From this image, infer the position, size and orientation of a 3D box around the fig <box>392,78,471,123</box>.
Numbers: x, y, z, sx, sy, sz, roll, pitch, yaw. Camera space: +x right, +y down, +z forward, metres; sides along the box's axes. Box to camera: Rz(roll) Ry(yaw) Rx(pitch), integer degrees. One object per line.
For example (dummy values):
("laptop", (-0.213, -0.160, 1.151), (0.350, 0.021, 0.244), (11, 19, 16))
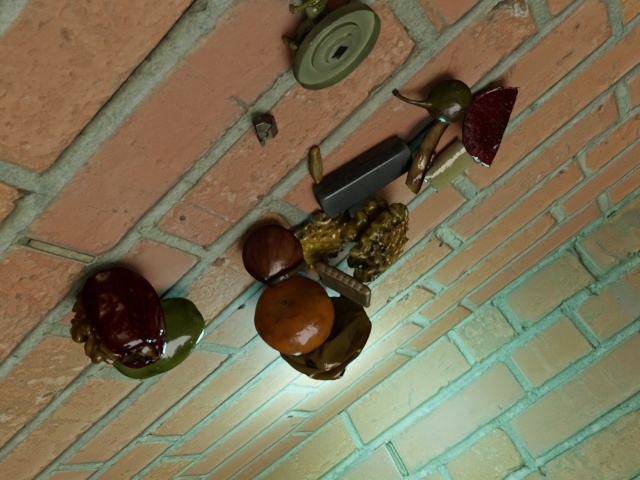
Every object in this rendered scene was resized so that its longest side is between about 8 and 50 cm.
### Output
("fig", (0.315, -0.396, 1.585), (0.236, 0.124, 0.124), (-1, 138, -23))

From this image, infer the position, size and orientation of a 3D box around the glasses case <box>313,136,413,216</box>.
("glasses case", (0.133, -0.194, 1.733), (0.323, 0.074, 0.131), (-31, 148, -1))

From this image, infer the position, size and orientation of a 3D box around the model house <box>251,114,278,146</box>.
("model house", (-0.135, -0.283, 1.405), (0.058, 0.057, 0.083), (-22, 145, -7))

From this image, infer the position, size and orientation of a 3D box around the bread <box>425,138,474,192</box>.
("bread", (0.435, -0.252, 1.920), (0.178, 0.060, 0.139), (-42, 147, 17))

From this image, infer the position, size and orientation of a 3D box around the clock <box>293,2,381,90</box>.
("clock", (0.039, -0.440, 1.296), (0.235, 0.029, 0.235), (-35, 164, -12))

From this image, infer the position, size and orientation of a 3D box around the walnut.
("walnut", (-0.557, 0.223, 1.548), (0.244, 0.269, 0.222), (-17, 148, -28))

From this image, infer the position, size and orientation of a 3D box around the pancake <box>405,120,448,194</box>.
("pancake", (0.329, -0.257, 1.746), (0.212, 0.056, 0.257), (-49, 156, -34))

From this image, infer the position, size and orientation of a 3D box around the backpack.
("backpack", (0.011, 0.351, 2.163), (0.378, 0.353, 0.201), (-46, 136, -38))

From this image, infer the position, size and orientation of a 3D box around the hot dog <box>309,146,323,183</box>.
("hot dog", (-0.015, -0.216, 1.622), (0.044, 0.028, 0.137), (-49, 157, -22))

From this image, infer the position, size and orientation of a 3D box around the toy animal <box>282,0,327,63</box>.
("toy animal", (-0.013, -0.481, 1.222), (0.136, 0.073, 0.181), (-24, 148, -17))

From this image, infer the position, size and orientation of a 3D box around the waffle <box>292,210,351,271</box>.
("waffle", (0.001, 0.003, 1.907), (0.262, 0.060, 0.280), (-31, 148, 0))

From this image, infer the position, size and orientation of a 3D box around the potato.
("potato", (-0.511, 0.302, 1.753), (0.304, 0.216, 0.216), (-34, 149, -11))

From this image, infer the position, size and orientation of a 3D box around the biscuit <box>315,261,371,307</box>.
("biscuit", (0.088, 0.159, 2.012), (0.044, 0.217, 0.325), (-62, 168, -11))

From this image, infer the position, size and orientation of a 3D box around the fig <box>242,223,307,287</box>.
("fig", (-0.143, 0.055, 1.732), (0.205, 0.205, 0.205), (-22, 147, -15))

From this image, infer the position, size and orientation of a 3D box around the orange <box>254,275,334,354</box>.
("orange", (-0.092, 0.257, 1.971), (0.284, 0.284, 0.226), (-29, 153, -3))

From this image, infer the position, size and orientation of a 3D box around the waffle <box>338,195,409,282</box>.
("waffle", (0.186, -0.002, 1.920), (0.261, 0.151, 0.324), (-42, 157, -14))

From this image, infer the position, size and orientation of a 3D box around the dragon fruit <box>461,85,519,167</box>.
("dragon fruit", (0.518, -0.347, 1.791), (0.211, 0.134, 0.262), (44, 67, -71))
